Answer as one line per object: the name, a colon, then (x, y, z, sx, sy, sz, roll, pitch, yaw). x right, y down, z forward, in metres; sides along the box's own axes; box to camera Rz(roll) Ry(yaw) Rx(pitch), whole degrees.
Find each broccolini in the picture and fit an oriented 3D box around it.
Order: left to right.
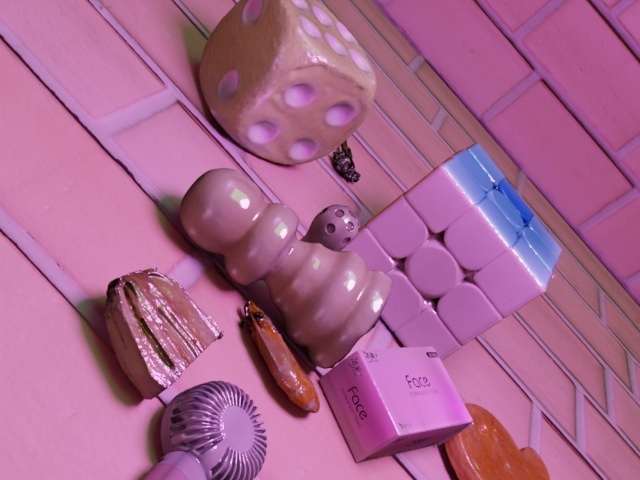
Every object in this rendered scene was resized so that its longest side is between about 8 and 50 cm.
broccolini: (0.044, -0.219, 1.840, 0.057, 0.071, 0.254, -4, 37, -8)

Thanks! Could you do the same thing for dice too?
dice: (-0.066, -0.316, 1.535, 0.252, 0.250, 0.254, 21, 38, -46)

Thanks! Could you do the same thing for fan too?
fan: (-0.145, 0.250, 0.885, 0.130, 0.074, 0.244, 59, 31, -6)

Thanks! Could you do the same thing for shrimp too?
shrimp: (-0.059, 0.169, 1.157, 0.190, 0.042, 0.101, 56, 6, 12)

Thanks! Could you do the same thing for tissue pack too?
tissue pack: (0.127, 0.256, 1.268, 0.246, 0.092, 0.148, 9, 49, -54)

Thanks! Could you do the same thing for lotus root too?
lotus root: (-0.206, 0.107, 0.971, 0.144, 0.070, 0.143, 56, 32, 2)

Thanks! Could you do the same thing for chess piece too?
chess piece: (-0.067, 0.026, 1.200, 0.330, 0.182, 0.182, 40, 27, -7)

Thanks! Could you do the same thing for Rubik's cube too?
Rubik's cube: (0.253, 0.023, 1.548, 0.290, 0.291, 0.292, 52, 27, 4)

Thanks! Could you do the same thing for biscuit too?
biscuit: (0.338, 0.441, 1.403, 0.355, 0.052, 0.275, 45, 26, -7)

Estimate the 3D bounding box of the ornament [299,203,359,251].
ornament: (0.000, 0.000, 1.331, 0.081, 0.156, 0.075, 22, 39, -43)
